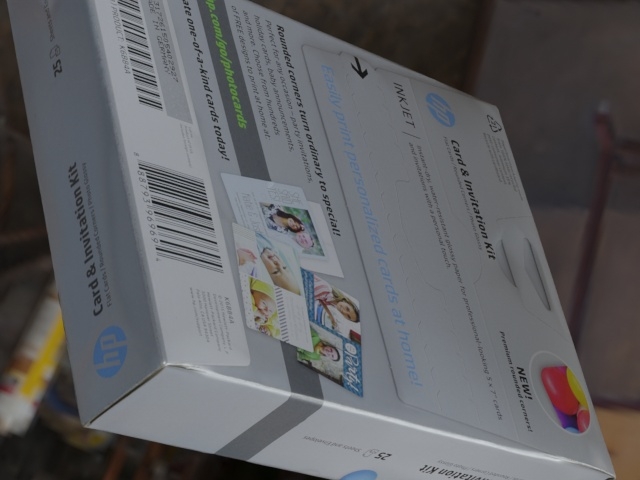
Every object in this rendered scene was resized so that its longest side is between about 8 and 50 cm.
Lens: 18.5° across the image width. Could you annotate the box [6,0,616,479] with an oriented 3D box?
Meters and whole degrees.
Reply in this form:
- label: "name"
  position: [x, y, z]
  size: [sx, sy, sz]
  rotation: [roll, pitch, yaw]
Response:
- label: "box"
  position: [0.000, 0.000, 0.584]
  size: [0.186, 0.145, 0.038]
  rotation: [16, 138, -42]
